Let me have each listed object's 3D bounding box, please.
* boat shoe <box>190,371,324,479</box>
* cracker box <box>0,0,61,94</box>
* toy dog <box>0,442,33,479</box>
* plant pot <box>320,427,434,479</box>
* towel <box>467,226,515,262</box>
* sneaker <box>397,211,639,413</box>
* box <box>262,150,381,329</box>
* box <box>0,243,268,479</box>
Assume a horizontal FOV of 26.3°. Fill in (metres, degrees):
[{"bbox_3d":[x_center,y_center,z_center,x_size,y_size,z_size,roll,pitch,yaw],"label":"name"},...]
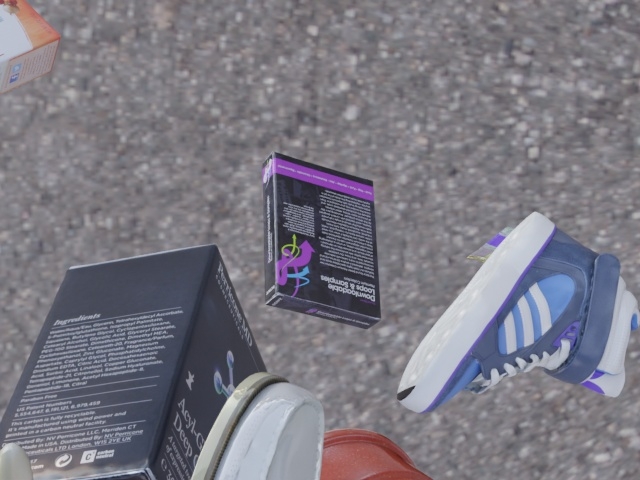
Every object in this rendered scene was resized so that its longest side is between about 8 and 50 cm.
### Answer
[{"bbox_3d":[-0.034,0.241,0.891,0.103,0.113,0.302,11,90,33],"label":"boat shoe"},{"bbox_3d":[-0.428,-0.217,1.518,0.156,0.232,0.067,44,139,14],"label":"cracker box"},{"bbox_3d":[-0.381,0.279,1.022,0.395,0.408,0.284,-35,64,-16],"label":"toy dog"},{"bbox_3d":[0.079,0.321,1.086,0.265,0.272,0.272,20,104,46],"label":"plant pot"},{"bbox_3d":[0.244,0.006,1.850,0.060,0.083,0.009,13,133,59],"label":"towel"},{"bbox_3d":[0.271,0.144,1.703,0.236,0.323,0.130,41,156,-4],"label":"sneaker"},{"bbox_3d":[0.000,0.000,1.328,0.029,0.116,0.162,-44,39,46],"label":"box"},{"bbox_3d":[-0.205,0.245,1.620,0.212,0.395,0.293,-10,124,14],"label":"box"}]
